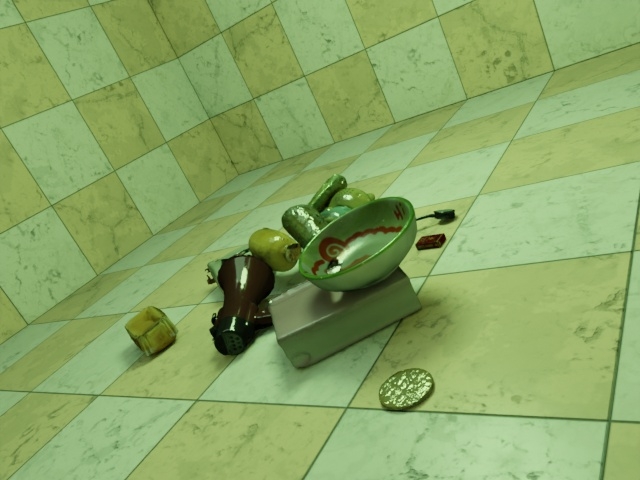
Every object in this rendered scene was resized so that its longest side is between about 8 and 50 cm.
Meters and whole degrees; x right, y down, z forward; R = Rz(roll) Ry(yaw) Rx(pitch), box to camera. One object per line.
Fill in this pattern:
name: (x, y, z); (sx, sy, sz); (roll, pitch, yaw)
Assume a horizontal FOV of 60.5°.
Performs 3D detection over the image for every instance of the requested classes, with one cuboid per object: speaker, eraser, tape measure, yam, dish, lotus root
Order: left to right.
tape measure: (-0.305, 0.105, 2.086); (0.265, 0.130, 0.258); (-30, 17, -13)
speaker: (-0.206, 0.217, 1.711); (0.259, 0.198, 0.330); (11, 32, -12)
lotus root: (-0.163, 0.032, 1.875); (0.303, 0.146, 0.131); (18, 78, 59)
yam: (0.000, 0.000, 1.826); (0.133, 0.133, 0.330); (-31, 47, -14)
eraser: (0.051, 0.169, 1.454); (0.359, 0.122, 0.272); (-27, 22, -3)
dish: (0.112, 0.033, 1.383); (0.324, 0.124, 0.324); (-28, 22, 13)

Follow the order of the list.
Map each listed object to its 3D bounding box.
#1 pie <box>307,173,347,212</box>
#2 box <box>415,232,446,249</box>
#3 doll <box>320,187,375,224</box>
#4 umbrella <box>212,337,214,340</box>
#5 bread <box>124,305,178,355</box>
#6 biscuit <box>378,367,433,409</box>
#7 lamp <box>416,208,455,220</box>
pie: (0.001, -0.127, 2.168); (0.306, 0.071, 0.306); (-49, -16, -19)
box: (0.335, 0.004, 1.668); (0.082, 0.023, 0.051); (-9, 26, 41)
doll: (0.090, -0.090, 2.032); (0.177, 0.162, 0.261); (-14, 24, 37)
umbrella: (-0.309, 0.249, 1.847); (0.044, 0.044, 0.269); (16, 34, 13)
bread: (-0.596, 0.317, 1.930); (0.136, 0.107, 0.241); (-38, 21, -24)
biscuit: (0.172, 0.298, 1.105); (0.120, 0.015, 0.120); (-23, 19, 8)
lamp: (0.261, -0.025, 1.821); (0.371, 0.109, 0.130); (-10, 7, 2)
